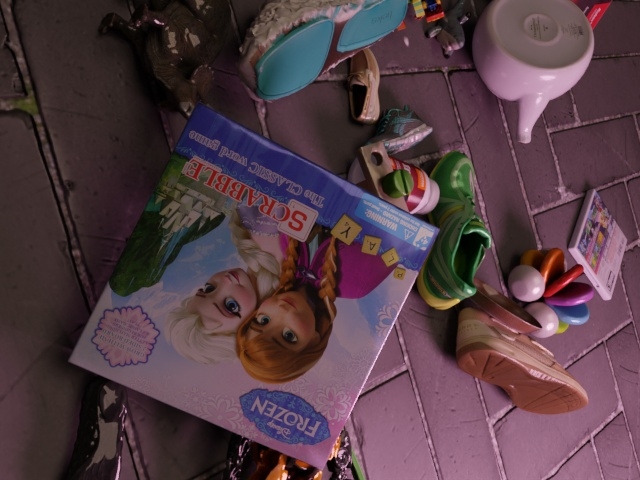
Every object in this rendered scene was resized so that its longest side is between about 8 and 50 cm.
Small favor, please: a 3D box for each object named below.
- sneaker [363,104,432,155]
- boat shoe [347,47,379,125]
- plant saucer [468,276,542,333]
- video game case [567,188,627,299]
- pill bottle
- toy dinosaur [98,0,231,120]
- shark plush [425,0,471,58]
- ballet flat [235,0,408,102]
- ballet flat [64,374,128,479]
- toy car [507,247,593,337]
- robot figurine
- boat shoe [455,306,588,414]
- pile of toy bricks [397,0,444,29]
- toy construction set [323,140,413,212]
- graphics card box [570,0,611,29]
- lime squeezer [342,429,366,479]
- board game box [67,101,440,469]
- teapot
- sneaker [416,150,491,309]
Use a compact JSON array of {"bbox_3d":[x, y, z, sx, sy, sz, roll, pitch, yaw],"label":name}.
[{"bbox_3d":[0.121,-0.190,1.202,0.166,0.065,0.076,-27,82,-45],"label":"sneaker"},{"bbox_3d":[0.070,-0.264,1.168,0.045,0.050,0.136,-1,81,-47],"label":"boat shoe"},{"bbox_3d":[0.323,0.119,1.258,0.168,0.168,0.029,23,105,-36],"label":"plant saucer"},{"bbox_3d":[0.665,0.009,1.658,0.183,0.023,0.201,48,54,-23],"label":"video game case"},{"bbox_3d":[0.125,-0.091,1.154,0.152,0.086,0.086,14,71,-39],"label":"pill bottle"},{"bbox_3d":[-0.183,-0.285,0.926,0.160,0.121,0.314,40,51,-42],"label":"toy dinosaur"},{"bbox_3d":[0.275,-0.429,1.377,0.073,0.067,0.161,48,53,-23],"label":"shark plush"},{"bbox_3d":[-0.017,-0.327,1.068,0.409,0.147,0.147,-37,105,-43],"label":"ballet flat"},{"bbox_3d":[-0.252,0.236,0.777,0.057,0.049,0.173,19,75,-32],"label":"ballet flat"},{"bbox_3d":[0.476,0.099,1.389,0.159,0.136,0.182,-28,99,-42],"label":"toy car"},{"bbox_3d":[-0.062,0.346,0.887,0.211,0.085,0.291,35,60,-32],"label":"robot figurine"},{"bbox_3d":[0.380,0.226,1.284,0.341,0.121,0.110,34,42,-32],"label":"boat shoe"},{"bbox_3d":[0.173,-0.460,1.288,0.105,0.118,0.212,49,29,-58],"label":"pile of toy bricks"},{"bbox_3d":[0.000,0.000,0.919,0.257,0.237,0.309,13,72,-39],"label":"toy construction set"},{"bbox_3d":[0.498,-0.622,1.517,0.370,0.094,0.233,34,91,-25],"label":"graphics card box"},{"bbox_3d":[0.047,0.415,1.002,0.109,0.059,0.311,8,75,-9],"label":"lime squeezer"},{"bbox_3d":[-0.071,0.056,0.804,0.318,0.066,0.318,26,89,-11],"label":"board game box"},{"bbox_3d":[0.417,-0.378,1.423,0.252,0.187,0.256,42,70,13],"label":"teapot"},{"bbox_3d":[0.251,-0.022,1.225,0.109,0.123,0.296,24,65,-35],"label":"sneaker"}]
